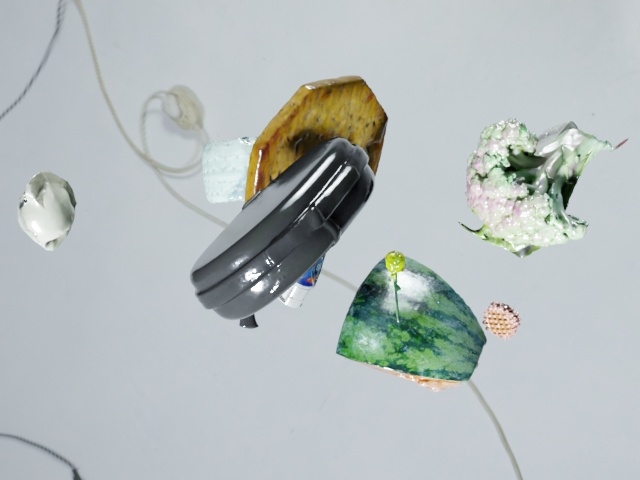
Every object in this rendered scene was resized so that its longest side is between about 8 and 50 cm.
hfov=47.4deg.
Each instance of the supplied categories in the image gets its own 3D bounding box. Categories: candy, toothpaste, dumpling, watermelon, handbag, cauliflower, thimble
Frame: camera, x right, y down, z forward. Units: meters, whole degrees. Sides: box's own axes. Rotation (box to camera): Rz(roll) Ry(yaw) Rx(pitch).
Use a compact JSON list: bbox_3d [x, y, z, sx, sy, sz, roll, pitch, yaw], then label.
[{"bbox_3d":[0.130,0.078,1.238,0.035,0.035,0.123,-4,85,17],"label":"candy"},{"bbox_3d":[0.000,0.000,1.287,0.061,0.096,0.266,32,113,9],"label":"toothpaste"},{"bbox_3d":[-0.632,-0.073,1.716,0.092,0.150,0.176,-13,108,47],"label":"dumpling"},{"bbox_3d":[0.210,0.182,1.554,0.283,0.292,0.250,24,87,12],"label":"watermelon"},{"bbox_3d":[-0.044,-0.019,0.974,0.093,0.308,0.254,49,140,-13],"label":"handbag"},{"bbox_3d":[0.380,-0.111,1.261,0.315,0.256,0.239,-37,84,0],"label":"cauliflower"},{"bbox_3d":[-0.201,-0.185,1.880,0.205,0.250,0.172,-6,96,-17],"label":"thimble"}]

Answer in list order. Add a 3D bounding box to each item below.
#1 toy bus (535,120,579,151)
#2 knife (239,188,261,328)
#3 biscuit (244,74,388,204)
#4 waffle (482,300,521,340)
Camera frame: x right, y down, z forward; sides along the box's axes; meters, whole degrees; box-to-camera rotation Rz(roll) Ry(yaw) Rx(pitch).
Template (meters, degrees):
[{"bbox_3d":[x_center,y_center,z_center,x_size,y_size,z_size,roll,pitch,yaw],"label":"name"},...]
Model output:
[{"bbox_3d":[0.532,-0.192,1.670,0.092,0.268,0.106,-20,101,40],"label":"toy bus"},{"bbox_3d":[-0.103,0.031,1.195,0.060,0.028,0.230,0,92,-2],"label":"knife"},{"bbox_3d":[-0.004,-0.152,1.405,0.046,0.359,0.359,34,96,35],"label":"biscuit"},{"bbox_3d":[0.365,0.163,1.476,0.075,0.029,0.083,36,136,23],"label":"waffle"}]
